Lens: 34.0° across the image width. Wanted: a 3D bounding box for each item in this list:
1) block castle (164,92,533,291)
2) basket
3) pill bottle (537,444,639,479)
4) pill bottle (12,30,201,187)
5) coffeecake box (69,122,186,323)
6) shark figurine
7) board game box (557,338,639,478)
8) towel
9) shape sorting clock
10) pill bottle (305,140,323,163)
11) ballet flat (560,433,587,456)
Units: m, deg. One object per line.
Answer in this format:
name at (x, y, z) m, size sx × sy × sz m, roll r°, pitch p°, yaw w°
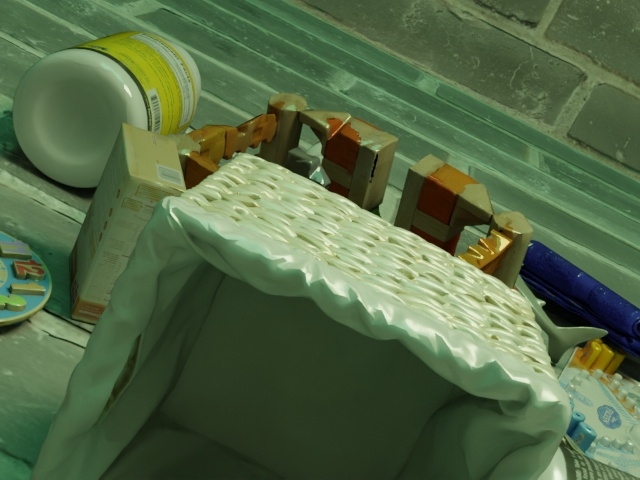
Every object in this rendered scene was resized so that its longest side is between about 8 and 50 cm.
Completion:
block castle at (0.016, 0.011, 1.351) m, size 0.453 × 0.213 × 0.303 m, roll 31°, pitch 38°, yaw 25°
basket at (-0.015, 0.143, 0.864) m, size 0.331 × 0.328 × 0.266 m, roll 27°, pitch 19°, yaw 1°
pill bottle at (0.251, 0.296, 1.048) m, size 0.283 × 0.161 × 0.161 m, roll 24°, pitch 21°, yaw -8°
pill bottle at (-0.292, -0.204, 1.527) m, size 0.188 × 0.188 × 0.334 m, roll 28°, pitch 21°, yaw 2°
coffeecake box at (-0.221, -0.016, 1.178) m, size 0.068 × 0.185 × 0.142 m, roll 17°, pitch 24°, yaw -23°
shark figurine at (0.315, 0.064, 1.656) m, size 0.278 × 0.116 × 0.166 m, roll 41°, pitch -5°, yaw 46°
board game box at (0.516, 0.299, 1.501) m, size 0.390 × 0.050 × 0.390 m, roll 32°, pitch 21°, yaw 14°
towel at (0.485, 0.120, 1.798) m, size 0.227 × 0.076 × 0.308 m, roll 30°, pitch 8°, yaw -38°
shape sorting clock at (-0.383, 0.025, 1.095) m, size 0.206 × 0.040 × 0.206 m, roll 23°, pitch 21°, yaw -10°
pill bottle at (0.027, -0.121, 1.805) m, size 0.117 × 0.118 × 0.208 m, roll 29°, pitch 21°, yaw 5°
ballet flat at (0.290, 0.270, 1.304) m, size 0.213 × 0.072 × 0.068 m, roll 48°, pitch -1°, yaw 41°
